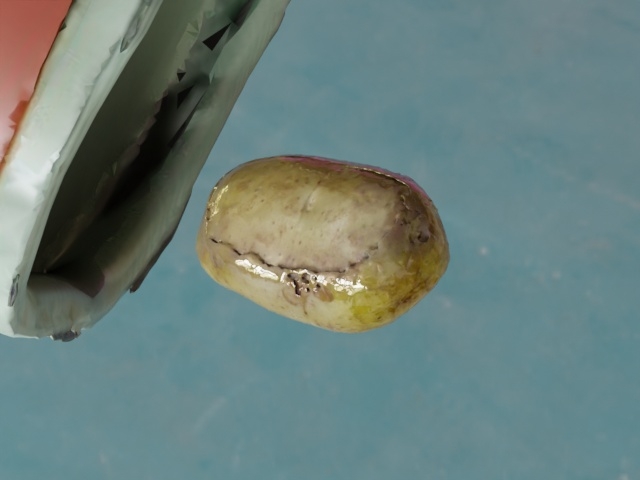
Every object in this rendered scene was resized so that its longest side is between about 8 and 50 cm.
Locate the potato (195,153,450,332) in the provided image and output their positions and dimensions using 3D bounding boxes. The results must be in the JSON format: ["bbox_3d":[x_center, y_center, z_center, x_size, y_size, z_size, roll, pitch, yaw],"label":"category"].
[{"bbox_3d":[0.000,0.000,1.033,0.171,0.080,0.107,11,52,32],"label":"potato"}]

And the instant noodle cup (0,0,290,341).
[{"bbox_3d":[-0.157,-0.128,0.453,0.308,0.294,0.294,28,48,4],"label":"instant noodle cup"}]
